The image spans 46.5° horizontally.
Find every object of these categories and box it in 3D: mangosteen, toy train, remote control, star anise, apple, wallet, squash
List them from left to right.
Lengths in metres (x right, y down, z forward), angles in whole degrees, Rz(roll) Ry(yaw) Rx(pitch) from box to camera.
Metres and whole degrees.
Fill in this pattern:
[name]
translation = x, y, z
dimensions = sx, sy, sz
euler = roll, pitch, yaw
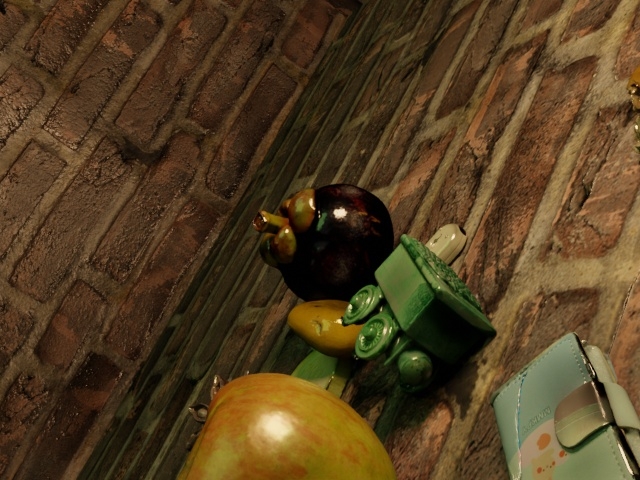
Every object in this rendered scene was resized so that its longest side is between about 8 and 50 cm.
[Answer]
[star anise]
translation = -0.203, 0.412, 1.671
dimensions = 0.236, 0.109, 0.223
euler = -15, 49, 36
[apple]
translation = -0.053, 0.366, 1.063
dimensions = 0.339, 0.340, 0.339
euler = -46, 21, 24
[squash]
translation = -0.015, 0.300, 1.523
dimensions = 0.219, 0.041, 0.219
euler = -47, 16, 18
[mangosteen]
translation = 0.000, 0.000, 1.569
dimensions = 0.275, 0.302, 0.275
euler = -48, 31, 42
[toy train]
translation = 0.150, 0.128, 1.248
dimensions = 0.202, 0.145, 0.266
euler = -48, 21, 11
[remote control]
translation = 0.192, 0.056, 1.419
dimensions = 0.221, 0.042, 0.078
euler = -51, 19, 13
[wallet]
translation = 0.284, 0.238, 0.855
dimensions = 0.176, 0.075, 0.250
euler = -49, 21, 28

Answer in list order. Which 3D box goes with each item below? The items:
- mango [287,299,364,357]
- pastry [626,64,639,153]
[mango]
translation = 0.018, 0.167, 1.471
dimensions = 0.137, 0.195, 0.098
euler = -24, -58, -54
[pastry]
translation = 0.525, -0.223, 0.980
dimensions = 0.236, 0.121, 0.257
euler = -27, 34, 52
